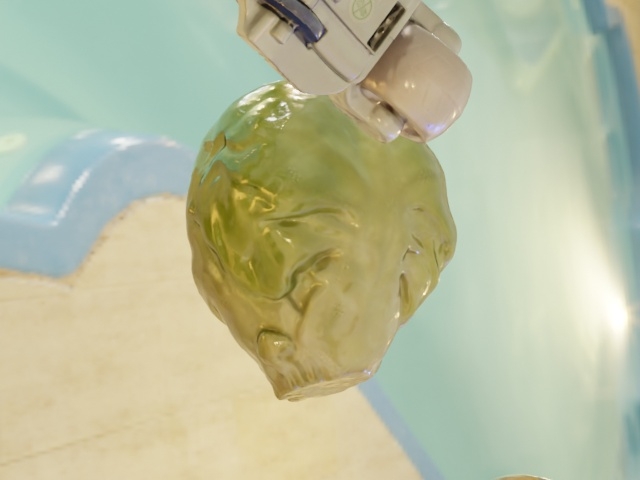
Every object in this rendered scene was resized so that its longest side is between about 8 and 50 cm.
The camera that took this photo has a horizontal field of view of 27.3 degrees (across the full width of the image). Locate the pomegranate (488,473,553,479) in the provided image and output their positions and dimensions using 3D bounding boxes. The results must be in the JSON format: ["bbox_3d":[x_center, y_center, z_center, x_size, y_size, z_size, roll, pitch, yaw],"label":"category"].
[{"bbox_3d":[0.139,0.286,0.979,0.215,0.215,0.215,-6,90,-67],"label":"pomegranate"}]

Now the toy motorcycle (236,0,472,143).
[{"bbox_3d":[-0.011,-0.138,0.675,0.254,0.112,0.112,42,46,-44],"label":"toy motorcycle"}]

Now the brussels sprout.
[{"bbox_3d":[0.004,-0.008,1.310,0.274,0.243,0.316,-35,111,-59],"label":"brussels sprout"}]
